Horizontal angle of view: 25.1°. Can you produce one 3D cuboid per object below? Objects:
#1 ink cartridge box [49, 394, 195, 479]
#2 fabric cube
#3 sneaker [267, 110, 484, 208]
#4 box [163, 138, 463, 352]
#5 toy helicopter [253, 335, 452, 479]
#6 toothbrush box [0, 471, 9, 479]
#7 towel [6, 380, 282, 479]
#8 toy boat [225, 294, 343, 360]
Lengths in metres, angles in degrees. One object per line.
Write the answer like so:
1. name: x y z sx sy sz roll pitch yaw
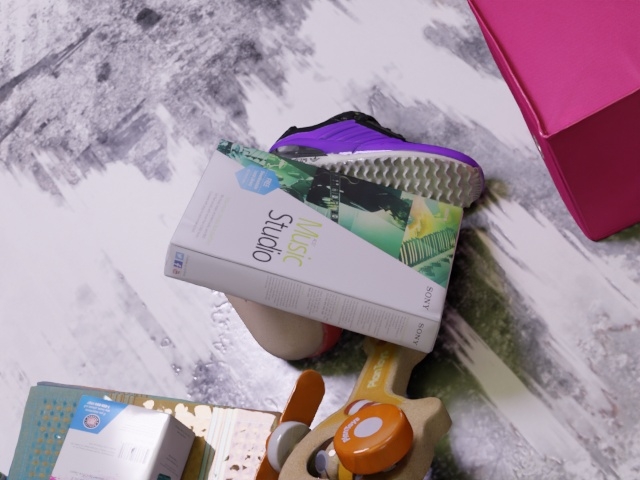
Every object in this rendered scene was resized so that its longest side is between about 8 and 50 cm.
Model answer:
1. ink cartridge box: -0.257 0.315 1.736 0.134 0.078 0.231 9 68 26
2. fabric cube: 0.351 -0.200 1.676 0.259 0.258 0.254 -27 57 9
3. sneaker: 0.069 -0.112 1.851 0.293 0.102 0.146 3 42 14
4. box: 0.000 0.000 1.709 0.322 0.058 0.232 17 37 1
5. toy helicopter: 0.042 0.203 1.632 0.235 0.140 0.355 -15 26 26
6. toothbrush box: -0.570 0.278 1.863 0.283 0.206 0.122 21 74 32
7. towel: -0.235 0.322 1.795 0.370 0.040 0.271 3 66 23
8. toy boat: -0.035 0.039 1.812 0.151 0.151 0.231 -20 52 -22
